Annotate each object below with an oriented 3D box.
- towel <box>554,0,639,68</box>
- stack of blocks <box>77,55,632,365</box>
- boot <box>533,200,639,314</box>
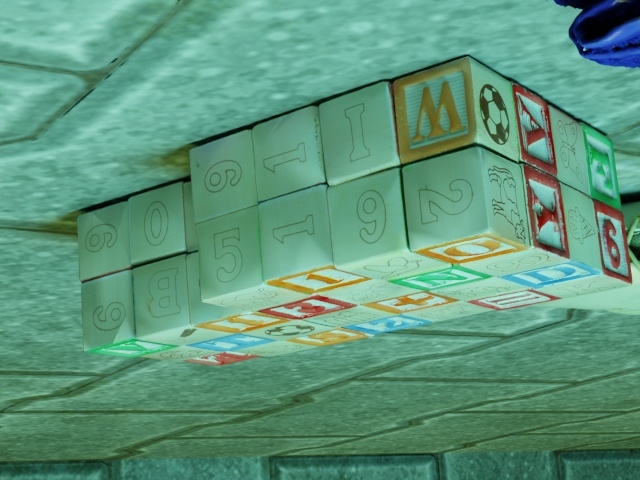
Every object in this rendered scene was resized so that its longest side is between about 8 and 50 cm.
[{"bbox_3d":[0.237,-0.117,0.413,0.227,0.076,0.308,8,161,-38],"label":"towel"},{"bbox_3d":[0.000,0.000,0.759,0.297,0.087,0.171,-14,162,33],"label":"stack of blocks"},{"bbox_3d":[0.188,0.004,0.865,0.165,0.077,0.213,4,166,-26],"label":"boot"}]
